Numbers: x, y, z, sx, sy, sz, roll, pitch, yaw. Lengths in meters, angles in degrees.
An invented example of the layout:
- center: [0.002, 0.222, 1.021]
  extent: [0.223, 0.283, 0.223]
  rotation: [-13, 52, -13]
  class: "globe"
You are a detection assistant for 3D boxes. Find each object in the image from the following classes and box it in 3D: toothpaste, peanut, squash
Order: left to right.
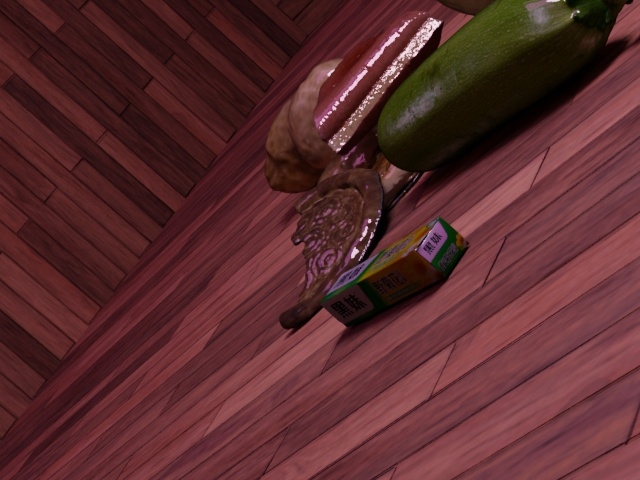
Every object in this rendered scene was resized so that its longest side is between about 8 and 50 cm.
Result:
- center: [0.001, -0.147, 2.069]
  extent: [0.253, 0.122, 0.137]
  rotation: [-39, 21, 58]
  class: "peanut"
- center: [0.059, 0.029, 1.310]
  extent: [0.043, 0.037, 0.178]
  rotation: [-55, 11, -28]
  class: "toothpaste"
- center: [0.157, -0.154, 1.425]
  extent: [0.101, 0.101, 0.378]
  rotation: [-54, 11, -30]
  class: "squash"

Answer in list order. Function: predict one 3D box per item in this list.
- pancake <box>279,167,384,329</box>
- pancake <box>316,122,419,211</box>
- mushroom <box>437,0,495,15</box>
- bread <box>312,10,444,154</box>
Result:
- center: [0.000, 0.000, 1.616]
  extent: [0.184, 0.020, 0.190]
  rotation: [-54, 25, 1]
  class: "pancake"
- center: [0.080, -0.102, 1.741]
  extent: [0.282, 0.049, 0.282]
  rotation: [-47, 12, 13]
  class: "pancake"
- center: [0.216, -0.392, 1.591]
  extent: [0.352, 0.260, 0.352]
  rotation: [-57, 4, 7]
  class: "mushroom"
- center: [0.058, -0.180, 1.785]
  extent: [0.192, 0.067, 0.119]
  rotation: [-48, 17, -6]
  class: "bread"
